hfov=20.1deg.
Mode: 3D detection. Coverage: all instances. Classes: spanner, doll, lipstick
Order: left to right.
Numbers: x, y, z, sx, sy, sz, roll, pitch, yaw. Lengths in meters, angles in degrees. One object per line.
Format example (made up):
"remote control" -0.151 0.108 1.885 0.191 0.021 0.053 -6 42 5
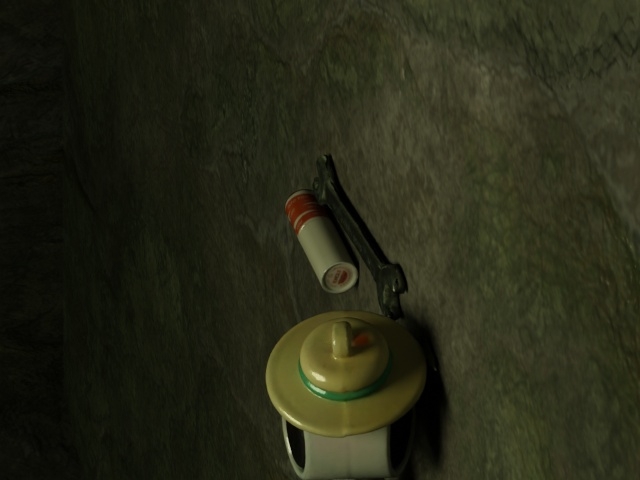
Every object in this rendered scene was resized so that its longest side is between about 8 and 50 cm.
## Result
"lipstick" 0.000 0.000 1.756 0.130 0.038 0.038 -117 24 -51
"spanner" 0.033 -0.006 1.673 0.254 0.015 0.054 -120 26 -55
"doll" 0.037 0.194 1.571 0.208 0.144 0.271 -29 -65 -83
